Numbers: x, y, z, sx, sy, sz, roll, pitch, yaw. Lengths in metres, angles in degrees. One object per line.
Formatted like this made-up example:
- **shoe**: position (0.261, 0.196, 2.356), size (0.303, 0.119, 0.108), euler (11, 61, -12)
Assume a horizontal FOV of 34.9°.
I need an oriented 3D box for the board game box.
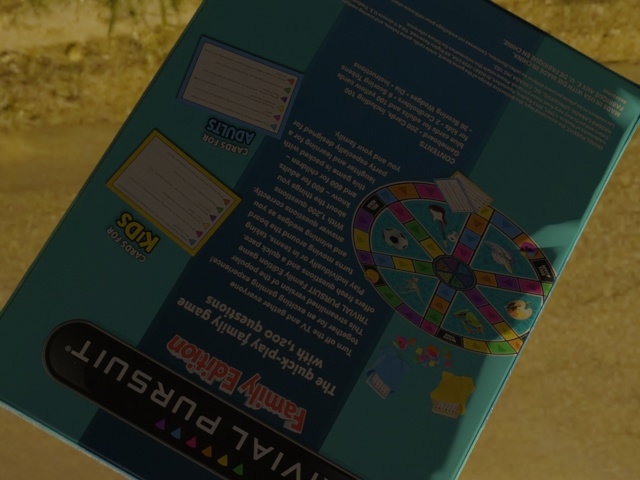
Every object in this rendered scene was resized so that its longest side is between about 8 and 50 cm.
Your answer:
- **board game box**: position (0.000, 0.000, 0.586), size (0.253, 0.336, 0.079), euler (30, 167, 1)
